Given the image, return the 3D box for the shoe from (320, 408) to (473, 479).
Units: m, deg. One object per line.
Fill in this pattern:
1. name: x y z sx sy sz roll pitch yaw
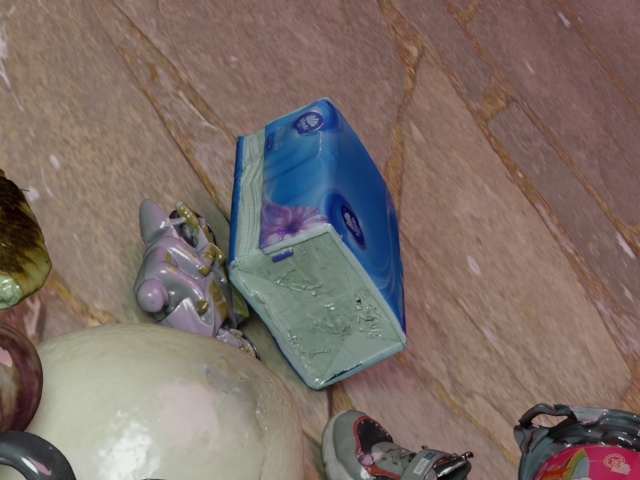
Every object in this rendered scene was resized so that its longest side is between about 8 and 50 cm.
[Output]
1. shoe: 0.096 0.249 1.889 0.099 0.125 0.227 -12 58 -51

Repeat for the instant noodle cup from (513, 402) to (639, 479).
1. instant noodle cup: 0.293 0.329 1.909 0.302 0.258 0.181 36 42 6

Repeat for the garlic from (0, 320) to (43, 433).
1. garlic: -0.353 0.131 1.501 0.244 0.161 0.245 10 14 -2

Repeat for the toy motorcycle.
1. toy motorcycle: -0.142 0.050 1.941 0.152 0.073 0.225 16 44 -48

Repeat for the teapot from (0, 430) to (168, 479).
1. teapot: -0.163 0.275 1.383 0.223 0.285 0.305 2 47 -48

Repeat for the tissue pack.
1. tissue pack: 0.000 0.000 2.048 0.198 0.146 0.263 56 19 -29

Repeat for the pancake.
1. pancake: -0.397 -0.045 1.669 0.426 0.067 0.304 34 20 28

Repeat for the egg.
1. egg: -0.140 0.183 1.635 0.337 0.201 0.337 27 29 -17
